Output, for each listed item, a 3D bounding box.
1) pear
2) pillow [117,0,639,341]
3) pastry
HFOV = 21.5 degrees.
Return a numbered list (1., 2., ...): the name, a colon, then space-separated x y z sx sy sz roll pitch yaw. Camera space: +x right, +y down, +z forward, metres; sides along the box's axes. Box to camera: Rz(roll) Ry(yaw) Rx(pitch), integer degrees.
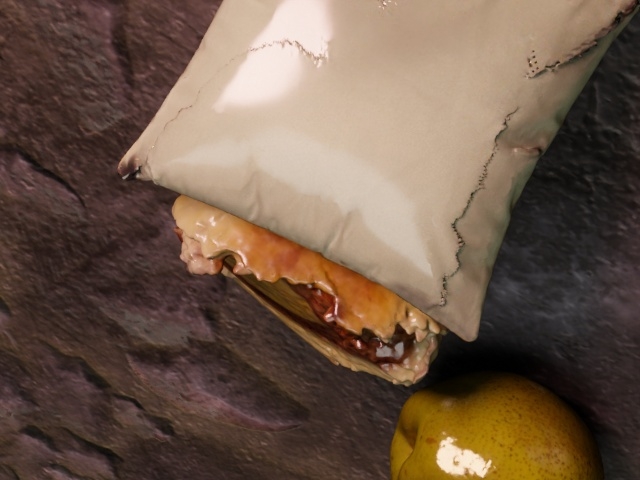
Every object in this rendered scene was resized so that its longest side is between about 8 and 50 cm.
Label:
1. pear: 0.160 0.215 1.555 0.198 0.198 0.198 12 131 14
2. pillow: 0.047 -0.121 1.303 0.310 0.119 0.312 27 93 -2
3. pastry: 0.006 0.004 1.458 0.256 0.170 0.237 31 174 1
